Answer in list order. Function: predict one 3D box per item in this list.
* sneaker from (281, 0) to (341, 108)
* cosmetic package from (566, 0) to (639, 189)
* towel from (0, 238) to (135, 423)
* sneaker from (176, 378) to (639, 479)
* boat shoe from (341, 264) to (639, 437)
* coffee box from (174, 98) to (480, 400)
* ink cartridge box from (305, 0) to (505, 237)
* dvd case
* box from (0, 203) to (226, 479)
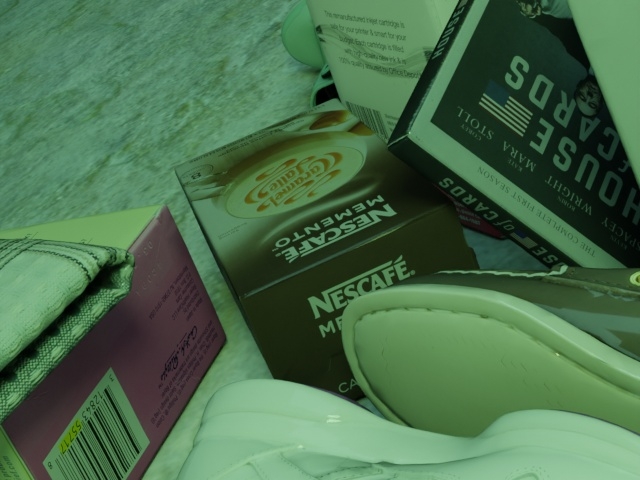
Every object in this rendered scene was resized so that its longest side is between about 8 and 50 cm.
[{"bbox_3d":[0.012,-0.184,1.108,0.151,0.094,0.256,-41,31,-28],"label":"sneaker"},{"bbox_3d":[0.199,-0.058,0.565,0.085,0.231,0.117,-17,26,21],"label":"cosmetic package"},{"bbox_3d":[-0.301,0.097,0.585,0.312,0.056,0.324,2,39,36],"label":"towel"},{"bbox_3d":[0.045,0.146,0.466,0.305,0.114,0.152,-2,45,42],"label":"sneaker"},{"bbox_3d":[0.157,0.065,0.505,0.324,0.116,0.097,9,34,40],"label":"boat shoe"},{"bbox_3d":[0.000,0.000,0.756,0.141,0.098,0.246,-25,26,-7],"label":"coffee box"},{"bbox_3d":[0.082,-0.141,0.806,0.100,0.237,0.172,-32,28,-21],"label":"ink cartridge box"},{"bbox_3d":[0.158,-0.099,0.671,0.029,0.179,0.239,-30,30,59],"label":"dvd case"},{"bbox_3d":[-0.221,0.093,0.723,0.243,0.117,0.213,-7,30,25],"label":"box"}]
